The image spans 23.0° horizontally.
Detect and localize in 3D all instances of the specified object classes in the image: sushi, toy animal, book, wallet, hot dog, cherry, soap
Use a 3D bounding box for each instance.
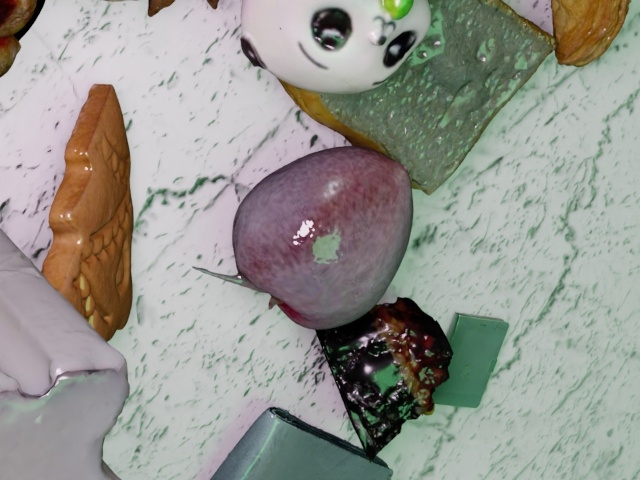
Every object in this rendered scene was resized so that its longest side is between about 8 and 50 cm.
[{"bbox_3d":[0.092,0.160,2.026,0.150,0.153,0.172,-22,106,-2],"label":"sushi"},{"bbox_3d":[0.026,-0.288,1.654,0.212,0.212,0.267,6,87,-38],"label":"toy animal"},{"bbox_3d":[0.205,0.168,2.203,0.103,0.017,0.135,9,106,-37],"label":"book"},{"bbox_3d":[-0.056,0.359,2.083,0.251,0.054,0.290,-53,137,3],"label":"wallet"},{"bbox_3d":[0.335,-0.340,1.958,0.114,0.175,0.259,-7,124,9],"label":"hot dog"},{"bbox_3d":[0.000,0.000,1.850,0.266,0.183,0.213,-37,146,4],"label":"cherry"},{"bbox_3d":[-0.411,0.136,1.451,0.350,0.435,0.213,-16,123,-31],"label":"soap"}]

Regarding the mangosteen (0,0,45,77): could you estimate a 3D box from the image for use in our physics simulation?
[{"bbox_3d":[-0.342,-0.237,1.438,0.211,0.250,0.211,-15,124,-24],"label":"mangosteen"}]

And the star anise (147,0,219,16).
[{"bbox_3d":[-0.143,-0.333,1.641,0.196,0.111,0.212,-41,137,-4],"label":"star anise"}]

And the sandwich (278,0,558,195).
[{"bbox_3d":[0.110,-0.221,1.883,0.301,0.099,0.271,35,89,-43],"label":"sandwich"}]

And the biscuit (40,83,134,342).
[{"bbox_3d":[-0.237,-0.014,1.673,0.284,0.043,0.306,-4,99,-81],"label":"biscuit"}]
